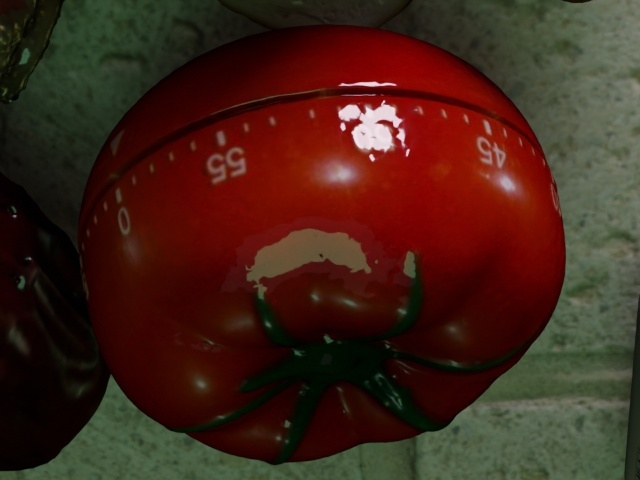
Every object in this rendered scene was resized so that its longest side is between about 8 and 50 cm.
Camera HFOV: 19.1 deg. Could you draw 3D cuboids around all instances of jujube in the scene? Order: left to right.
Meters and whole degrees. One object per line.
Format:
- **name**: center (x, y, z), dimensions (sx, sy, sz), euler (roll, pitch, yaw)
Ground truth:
- **jujube**: center (-0.312, 0.043, 1.544), dimensions (0.258, 0.258, 0.376), euler (-24, 147, 16)

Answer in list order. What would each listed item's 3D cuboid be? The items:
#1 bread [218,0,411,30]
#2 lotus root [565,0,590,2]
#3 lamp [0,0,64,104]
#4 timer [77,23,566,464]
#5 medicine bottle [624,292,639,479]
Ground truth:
- **bread**: center (-0.008, -0.268, 1.470), dimensions (0.236, 0.070, 0.236), euler (1, 123, 2)
- **lotus root**: center (0.170, -0.331, 1.374), dimensions (0.193, 0.193, 0.291), euler (-6, 120, 5)
- **lamp**: center (-0.334, -0.208, 1.460), dimensions (0.274, 0.177, 0.177), euler (28, 119, -16)
- **timer**: center (0.000, 0.000, 1.491), dimensions (0.378, 0.279, 0.378), euler (-6, 149, -4)
- **medicine bottle**: center (0.352, 0.164, 1.689), dimensions (0.157, 0.157, 0.289), euler (-1, 123, 2)
